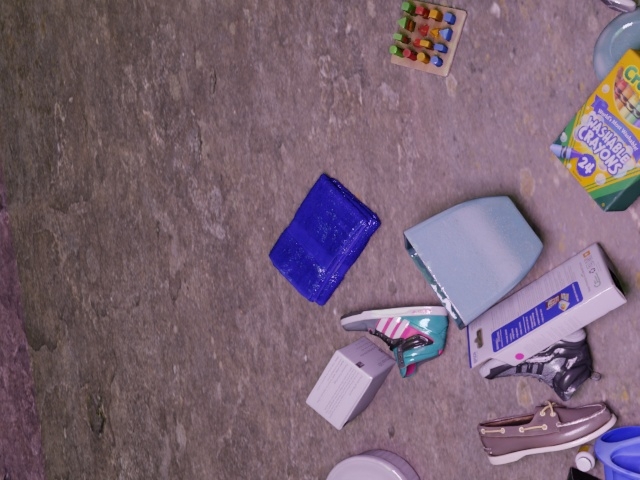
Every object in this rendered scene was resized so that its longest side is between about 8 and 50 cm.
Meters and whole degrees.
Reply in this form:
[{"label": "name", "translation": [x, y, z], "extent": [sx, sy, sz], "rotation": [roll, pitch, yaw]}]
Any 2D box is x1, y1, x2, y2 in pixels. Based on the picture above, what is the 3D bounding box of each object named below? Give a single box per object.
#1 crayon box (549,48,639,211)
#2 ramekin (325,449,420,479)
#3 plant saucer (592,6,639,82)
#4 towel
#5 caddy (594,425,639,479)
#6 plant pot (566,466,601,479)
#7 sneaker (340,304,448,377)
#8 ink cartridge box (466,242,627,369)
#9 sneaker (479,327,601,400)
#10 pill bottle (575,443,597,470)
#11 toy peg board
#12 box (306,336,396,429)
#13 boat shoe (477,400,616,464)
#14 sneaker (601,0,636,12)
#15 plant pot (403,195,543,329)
[{"label": "crayon box", "translation": [0.647, -0.242, 1.420], "extent": [0.203, 0.083, 0.323], "rotation": [61, 138, 32]}, {"label": "ramekin", "translation": [0.151, 0.687, 1.837], "extent": [0.272, 0.127, 0.273], "rotation": [3, 95, 28]}, {"label": "plant saucer", "translation": [0.676, -0.412, 1.475], "extent": [0.194, 0.037, 0.195], "rotation": [-5, 82, 39]}, {"label": "towel", "translation": [0.000, 0.000, 1.889], "extent": [0.227, 0.076, 0.308], "rotation": [42, 112, 19]}, {"label": "caddy", "translation": [0.742, 0.470, 1.409], "extent": [0.341, 0.241, 0.179], "rotation": [-2, 99, 10]}, {"label": "plant pot", "translation": [0.632, 0.651, 1.546], "extent": [0.166, 0.187, 0.188], "rotation": [10, 100, 13]}, {"label": "sneaker", "translation": [0.192, 0.265, 1.782], "extent": [0.295, 0.123, 0.179], "rotation": [-8, 78, 28]}, {"label": "ink cartridge box", "translation": [0.499, 0.165, 1.569], "extent": [0.371, 0.176, 0.069], "rotation": [-36, 110, 26]}, {"label": "sneaker", "translation": [0.514, 0.312, 1.615], "extent": [0.268, 0.101, 0.153], "rotation": [-27, 79, 25]}, {"label": "pill bottle", "translation": [0.612, 0.502, 1.589], "extent": [0.043, 0.083, 0.044], "rotation": [3, 95, 29]}, {"label": "toy peg board", "translation": [0.254, -0.505, 1.702], "extent": [0.160, 0.079, 0.161], "rotation": [22, 105, 26]}, {"label": "box", "translation": [0.083, 0.372, 1.815], "extent": [0.119, 0.181, 0.182], "rotation": [36, 109, 19]}, {"label": "boat shoe", "translation": [0.522, 0.436, 1.619], "extent": [0.324, 0.116, 0.097], "rotation": [-29, 83, 34]}, {"label": "sneaker", "translation": [0.627, -0.548, 1.500], "extent": [0.152, 0.053, 0.061], "rotation": [44, 104, 30]}, {"label": "plant pot", "translation": [0.365, 0.034, 1.598], "extent": [0.252, 0.248, 0.247], "rotation": [-32, 77, 2]}]
